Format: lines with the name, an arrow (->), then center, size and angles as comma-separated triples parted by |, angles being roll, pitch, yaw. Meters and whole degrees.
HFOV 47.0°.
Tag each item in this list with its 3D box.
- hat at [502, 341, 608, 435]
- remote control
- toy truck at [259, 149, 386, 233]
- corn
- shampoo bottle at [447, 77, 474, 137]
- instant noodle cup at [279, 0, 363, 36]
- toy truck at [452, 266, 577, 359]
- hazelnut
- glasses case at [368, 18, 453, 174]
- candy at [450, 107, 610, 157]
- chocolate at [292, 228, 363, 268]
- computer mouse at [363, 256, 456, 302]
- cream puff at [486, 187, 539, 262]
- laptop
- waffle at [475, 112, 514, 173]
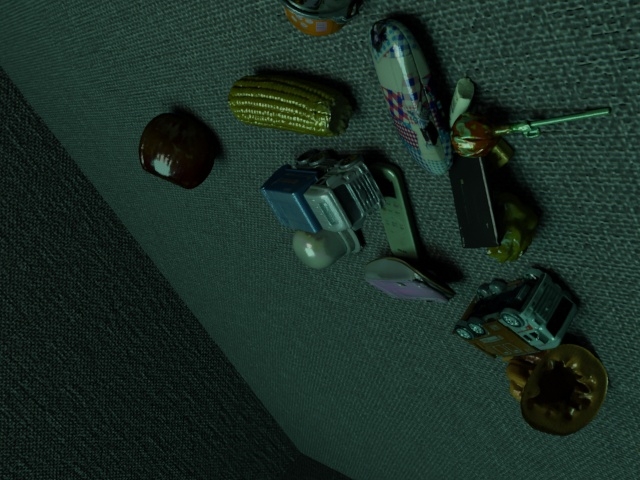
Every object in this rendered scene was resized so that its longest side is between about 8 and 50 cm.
hat -> 0.497, 0.319, 1.740 | 0.233, 0.244, 0.233 | 24, 143, 63
remote control -> 0.185, -0.064, 1.780 | 0.090, 0.038, 0.309 | 23, 147, 37
toy truck -> -0.002, -0.116, 1.792 | 0.146, 0.175, 0.367 | 58, 159, -22
corn -> -0.073, -0.311, 1.686 | 0.344, 0.131, 0.131 | 17, 144, 41
shampoo bottle -> 0.260, -0.244, 1.393 | 0.034, 0.049, 0.141 | -4, 154, -5
instant noodle cup -> -0.001, -0.453, 1.337 | 0.125, 0.178, 0.208 | 92, 160, -77
toy truck -> 0.443, 0.181, 1.668 | 0.162, 0.136, 0.305 | 39, 158, -6
hazelnut -> -0.423, -0.271, 2.204 | 0.234, 0.218, 0.218 | 22, 152, 3
glasses case -> 0.175, -0.270, 1.415 | 0.125, 0.076, 0.327 | 41, 159, 57
candy -> 0.357, -0.203, 1.279 | 0.288, 0.084, 0.078 | -6, 164, 40
chocolate -> -0.003, -0.003, 2.024 | 0.221, 0.147, 0.221 | 37, 152, 23
computer mouse -> 0.225, 0.101, 1.890 | 0.158, 0.071, 0.310 | 30, 167, -19
cream puff -> 0.372, -0.031, 1.480 | 0.156, 0.121, 0.156 | 36, -159, -16
laptop -> 0.294, -0.081, 1.440 | 0.135, 0.016, 0.197 | 171, 89, -68
waffle -> 0.293, -0.168, 1.469 | 0.125, 0.032, 0.191 | 43, 153, -3
